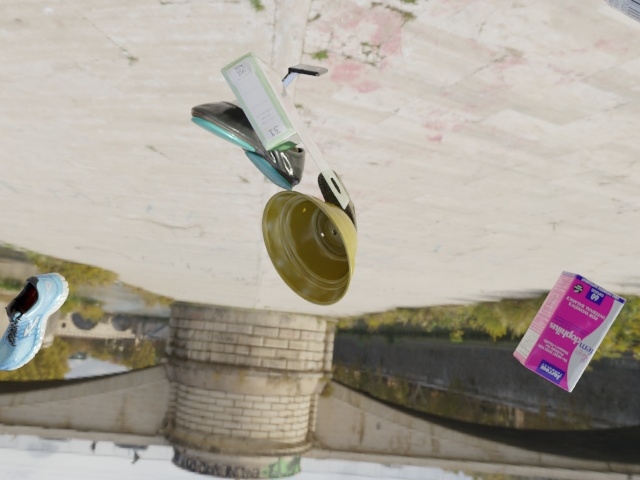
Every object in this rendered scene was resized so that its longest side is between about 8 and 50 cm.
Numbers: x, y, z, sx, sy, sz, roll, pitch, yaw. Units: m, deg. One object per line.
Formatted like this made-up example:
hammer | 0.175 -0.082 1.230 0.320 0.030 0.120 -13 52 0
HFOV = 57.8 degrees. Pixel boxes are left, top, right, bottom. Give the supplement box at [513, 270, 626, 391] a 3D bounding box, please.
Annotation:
supplement box | 0.518 0.187 1.221 0.111 0.220 0.114 29 -176 6

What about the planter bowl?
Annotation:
planter bowl | 0.000 0.000 1.030 0.090 0.217 0.217 -28 -165 -39

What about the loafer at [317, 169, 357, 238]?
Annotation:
loafer | 0.038 -0.063 1.076 0.056 0.148 0.050 -10 -169 21

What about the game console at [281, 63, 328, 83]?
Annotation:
game console | -0.047 -0.376 1.369 0.107 0.071 0.122 12 -157 7

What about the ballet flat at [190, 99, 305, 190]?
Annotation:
ballet flat | -0.109 -0.178 0.965 0.095 0.096 0.280 23 174 30

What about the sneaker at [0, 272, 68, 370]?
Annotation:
sneaker | -0.449 0.117 0.865 0.063 0.162 0.073 25 178 19

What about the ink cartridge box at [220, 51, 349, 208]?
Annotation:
ink cartridge box | -0.041 -0.142 0.825 0.056 0.235 0.171 -28 -175 9

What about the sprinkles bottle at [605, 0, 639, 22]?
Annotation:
sprinkles bottle | 0.381 -0.231 0.535 0.355 0.121 0.121 42 -176 22
